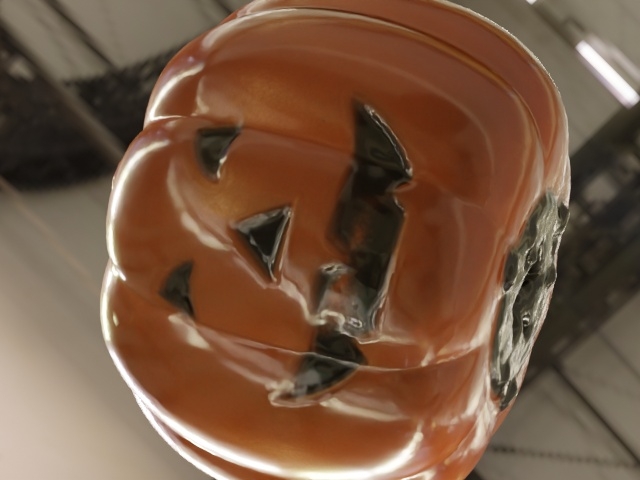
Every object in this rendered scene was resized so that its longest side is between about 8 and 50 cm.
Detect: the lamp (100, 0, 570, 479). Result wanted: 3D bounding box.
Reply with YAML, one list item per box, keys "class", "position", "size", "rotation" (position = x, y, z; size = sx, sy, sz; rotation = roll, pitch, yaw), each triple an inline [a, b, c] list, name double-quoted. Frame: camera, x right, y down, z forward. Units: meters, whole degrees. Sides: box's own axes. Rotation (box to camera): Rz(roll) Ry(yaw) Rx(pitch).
- class: "lamp"
  position: [0.000, 0.000, 0.713]
  size: [0.164, 0.188, 0.187]
  rotation: [17, -161, 16]
